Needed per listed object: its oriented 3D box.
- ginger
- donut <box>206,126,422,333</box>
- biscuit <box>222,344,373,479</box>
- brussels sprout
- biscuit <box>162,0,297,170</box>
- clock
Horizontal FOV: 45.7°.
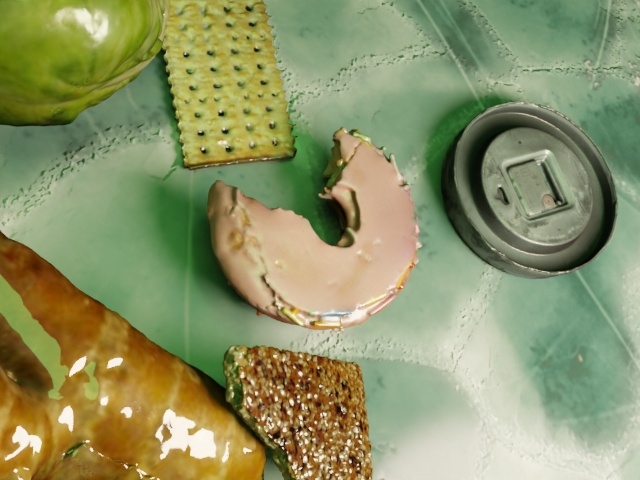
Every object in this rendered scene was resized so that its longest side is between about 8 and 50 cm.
[{"bbox_3d":[-0.220,0.152,0.589,0.418,0.176,0.254,43,45,-28],"label":"ginger"},{"bbox_3d":[0.000,0.000,0.807,0.232,0.085,0.199,-24,81,-24],"label":"donut"},{"bbox_3d":[-0.010,0.168,0.699,0.237,0.026,0.131,25,54,-59],"label":"biscuit"},{"bbox_3d":[-0.255,-0.221,0.725,0.271,0.219,0.210,-28,88,-56],"label":"brussels sprout"},{"bbox_3d":[-0.108,-0.194,0.870,0.139,0.016,0.232,-9,76,-20],"label":"biscuit"},{"bbox_3d":[0.256,-0.061,0.932,0.226,0.049,0.226,5,71,-15],"label":"clock"}]
